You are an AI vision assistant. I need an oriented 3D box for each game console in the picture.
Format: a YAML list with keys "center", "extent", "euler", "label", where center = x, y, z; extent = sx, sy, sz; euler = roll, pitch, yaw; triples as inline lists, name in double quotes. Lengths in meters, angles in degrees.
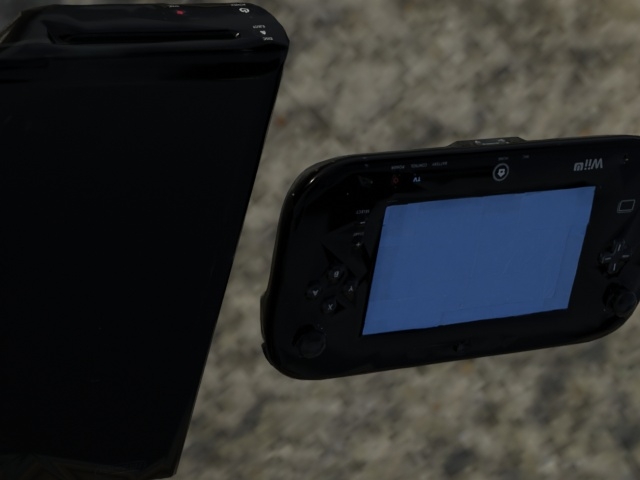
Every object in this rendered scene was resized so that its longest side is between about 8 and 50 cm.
- center: [0.000, 0.000, 0.818]
  extent: [0.361, 0.213, 0.044]
  euler: [-6, 39, -30]
  label: "game console"
